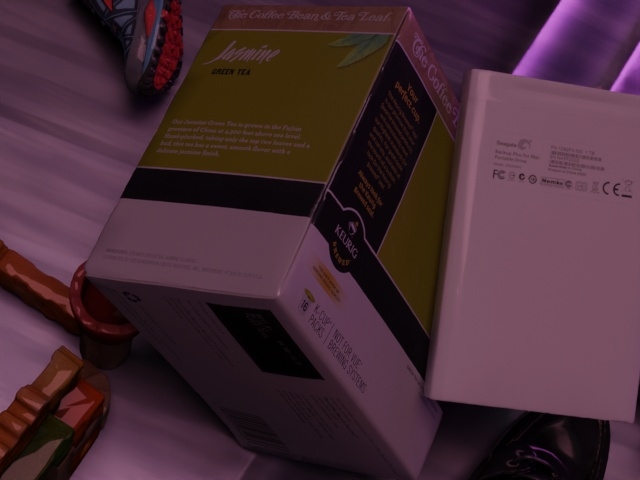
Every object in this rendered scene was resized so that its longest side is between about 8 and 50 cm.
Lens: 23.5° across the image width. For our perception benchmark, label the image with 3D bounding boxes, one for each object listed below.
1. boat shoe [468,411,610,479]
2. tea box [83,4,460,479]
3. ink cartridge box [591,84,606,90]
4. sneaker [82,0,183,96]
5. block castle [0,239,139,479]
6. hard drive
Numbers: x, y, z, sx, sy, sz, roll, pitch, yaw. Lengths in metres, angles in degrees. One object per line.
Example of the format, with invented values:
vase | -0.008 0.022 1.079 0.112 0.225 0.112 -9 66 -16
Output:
boat shoe | 0.200 0.274 1.534 0.127 0.113 0.340 41 65 8
tea box | 0.000 0.000 1.466 0.220 0.329 0.324 7 58 33
ink cartridge box | 0.268 -0.044 1.587 0.128 0.176 0.127 -21 27 14
sneaker | -0.219 -0.269 1.714 0.125 0.104 0.262 -6 62 5
block castle | -0.381 0.150 1.415 0.303 0.213 0.453 33 64 4
hard drive | 0.215 0.007 1.445 0.203 0.040 0.308 8 88 -12
